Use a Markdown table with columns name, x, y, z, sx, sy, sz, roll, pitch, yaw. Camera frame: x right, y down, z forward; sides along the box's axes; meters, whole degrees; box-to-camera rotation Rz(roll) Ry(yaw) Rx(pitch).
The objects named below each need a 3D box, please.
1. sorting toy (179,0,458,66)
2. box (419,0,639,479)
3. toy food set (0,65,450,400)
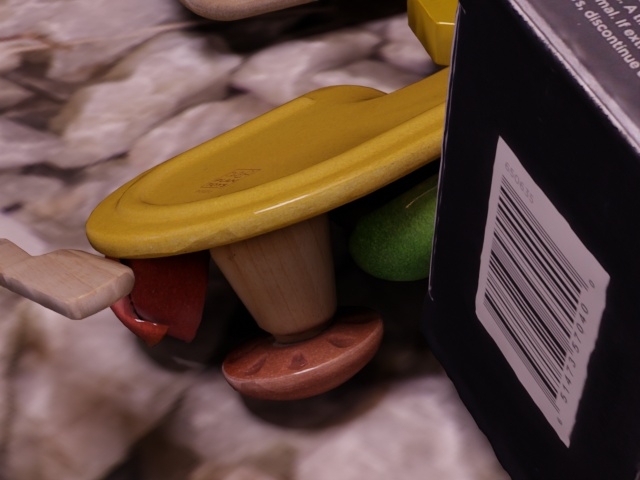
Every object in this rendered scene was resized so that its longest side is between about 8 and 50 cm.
| name | x | y | z | sx | sy | sz | roll | pitch | yaw |
| --- | --- | --- | --- | --- | --- | --- | --- | --- | --- |
| sorting toy | 0.031 | -0.141 | 0.725 | 0.229 | 0.041 | 0.307 | -12 | 37 | -15 |
| box | 0.144 | -0.020 | 0.430 | 0.207 | 0.153 | 0.108 | -19 | 51 | -18 |
| toy food set | 0.000 | 0.000 | 0.520 | 0.218 | 0.071 | 0.128 | -28 | 17 | -29 |
